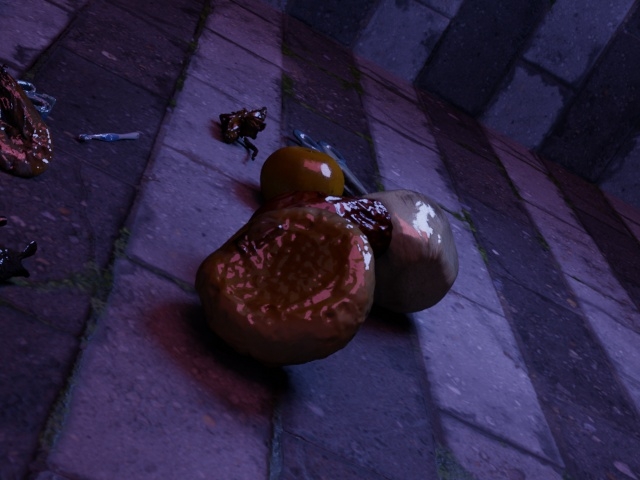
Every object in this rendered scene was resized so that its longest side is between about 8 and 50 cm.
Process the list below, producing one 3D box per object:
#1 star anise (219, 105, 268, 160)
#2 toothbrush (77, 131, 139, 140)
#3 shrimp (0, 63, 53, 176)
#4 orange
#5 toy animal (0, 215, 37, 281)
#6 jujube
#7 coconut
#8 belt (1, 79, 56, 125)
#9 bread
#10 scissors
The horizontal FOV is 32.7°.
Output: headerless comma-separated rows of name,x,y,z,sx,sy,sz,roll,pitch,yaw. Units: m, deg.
star anise,-0.147,-0.210,2.146,0.097,0.070,0.191,-1,28,-7
toothbrush,-0.351,-0.173,1.820,0.017,0.014,0.162,22,15,20
shrimp,-0.440,-0.177,1.550,0.101,0.042,0.190,-16,79,-44
orange,-0.034,-0.099,1.953,0.154,0.134,0.155,11,6,-1
toy animal,-0.373,0.023,1.226,0.105,0.070,0.202,45,10,-19
jujube,0.000,0.000,1.627,0.236,0.168,0.168,-12,39,-23
coconut,0.124,0.009,1.807,0.224,0.224,0.224,27,19,-11
belt,-0.529,-0.222,1.582,0.302,0.072,0.087,14,32,-42
bread,-0.045,0.068,1.440,0.244,0.134,0.245,-1,51,1
scissors,0.033,-0.150,2.291,0.138,0.041,0.289,26,17,-37
